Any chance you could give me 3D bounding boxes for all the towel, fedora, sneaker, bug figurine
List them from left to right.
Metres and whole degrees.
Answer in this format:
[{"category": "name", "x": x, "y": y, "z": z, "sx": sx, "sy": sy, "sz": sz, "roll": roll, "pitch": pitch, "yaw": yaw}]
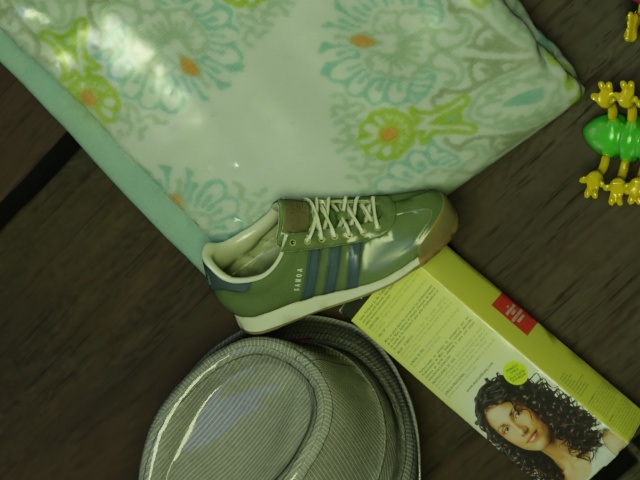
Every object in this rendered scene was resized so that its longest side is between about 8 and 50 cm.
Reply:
[{"category": "fedora", "x": -0.056, "y": 0.179, "z": 1.114, "sx": 0.275, "sy": 0.124, "sz": 0.244, "roll": -47, "pitch": 61, "yaw": 6}, {"category": "towel", "x": -0.041, "y": -0.150, "z": 1.058, "sx": 0.320, "sy": 0.090, "sz": 0.374, "roll": -33, "pitch": 114, "yaw": 22}, {"category": "sneaker", "x": 0.000, "y": 0.000, "z": 1.058, "sx": 0.192, "sy": 0.064, "sz": 0.086, "roll": -25, "pitch": 131, "yaw": 16}, {"category": "bug figurine", "x": 0.306, "y": -0.118, "z": 1.046, "sx": 0.216, "sy": 0.072, "sz": 0.279, "roll": 14, "pitch": 105, "yaw": 19}]

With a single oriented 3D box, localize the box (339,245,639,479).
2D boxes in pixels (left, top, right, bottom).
[{"category": "box", "x": 0.131, "y": 0.093, "z": 1.115, "sx": 0.232, "sy": 0.058, "sz": 0.087, "roll": 40, "pitch": 123, "yaw": 8}]
